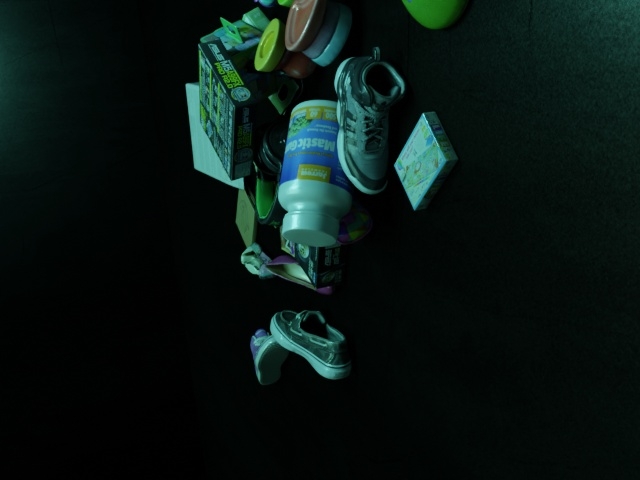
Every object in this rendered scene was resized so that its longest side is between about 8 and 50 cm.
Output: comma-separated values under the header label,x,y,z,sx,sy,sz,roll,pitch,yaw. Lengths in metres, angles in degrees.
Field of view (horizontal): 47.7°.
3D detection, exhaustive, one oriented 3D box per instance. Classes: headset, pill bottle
label,x,y,z,sx,sy,sz,roll,pitch,yaw
headset,-0.123,-0.236,1.780,0.243,0.185,0.394,-162,81,-71
pill bottle,-0.004,-0.132,1.472,0.152,0.152,0.272,141,140,-66

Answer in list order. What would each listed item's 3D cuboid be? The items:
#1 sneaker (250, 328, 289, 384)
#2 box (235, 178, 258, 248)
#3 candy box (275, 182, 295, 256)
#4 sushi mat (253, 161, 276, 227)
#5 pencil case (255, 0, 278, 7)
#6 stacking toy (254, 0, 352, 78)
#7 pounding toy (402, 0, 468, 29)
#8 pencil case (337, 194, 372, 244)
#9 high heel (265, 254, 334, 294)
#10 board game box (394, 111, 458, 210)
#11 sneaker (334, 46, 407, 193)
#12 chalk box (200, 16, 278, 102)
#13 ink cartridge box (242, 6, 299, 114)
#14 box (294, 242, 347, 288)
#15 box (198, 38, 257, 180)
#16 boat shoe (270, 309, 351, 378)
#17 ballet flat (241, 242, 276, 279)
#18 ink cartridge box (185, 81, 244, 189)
label,x,y,z,sx,sy,sz,roll,pitch,yaw
sneaker,-0.181,0.339,2.338,0.282,0.102,0.161,110,146,-53
box,-0.244,-0.081,2.404,0.201,0.021,0.164,101,151,-44
candy box,-0.073,-0.058,1.939,0.109,0.053,0.187,-152,57,-65
sushi mat,-0.159,-0.146,2.087,0.316,0.019,0.151,-131,34,-69
pencil case,-0.115,-0.638,1.747,0.152,0.070,0.064,113,141,-56
stacking toy,-0.006,-0.492,1.563,0.309,0.130,0.280,7,81,65
pounding toy,0.138,-0.447,1.140,0.183,0.110,0.237,132,124,-64
pencil case,0.026,-0.096,1.602,0.236,0.104,0.104,56,149,40
high heel,-0.052,0.090,1.864,0.244,0.117,0.082,-139,43,-58
board game box,0.184,-0.138,1.282,0.154,0.026,0.103,116,139,-57
sneaker,0.096,-0.224,1.358,0.153,0.101,0.269,173,89,-71
chalk box,-0.205,-0.459,1.818,0.132,0.132,0.213,39,150,32
ink cartridge box,-0.130,-0.463,1.896,0.235,0.056,0.171,52,155,4
box,0.000,0.000,1.745,0.147,0.077,0.180,-125,32,-49
box,-0.227,-0.310,1.749,0.216,0.060,0.270,60,157,27
boat shoe,-0.019,0.237,1.887,0.335,0.121,0.119,27,117,51
ballet flat,-0.204,0.064,2.292,0.221,0.079,0.077,-139,42,-58
ink cartridge box,-0.325,-0.360,2.428,0.385,0.091,0.308,25,123,52
